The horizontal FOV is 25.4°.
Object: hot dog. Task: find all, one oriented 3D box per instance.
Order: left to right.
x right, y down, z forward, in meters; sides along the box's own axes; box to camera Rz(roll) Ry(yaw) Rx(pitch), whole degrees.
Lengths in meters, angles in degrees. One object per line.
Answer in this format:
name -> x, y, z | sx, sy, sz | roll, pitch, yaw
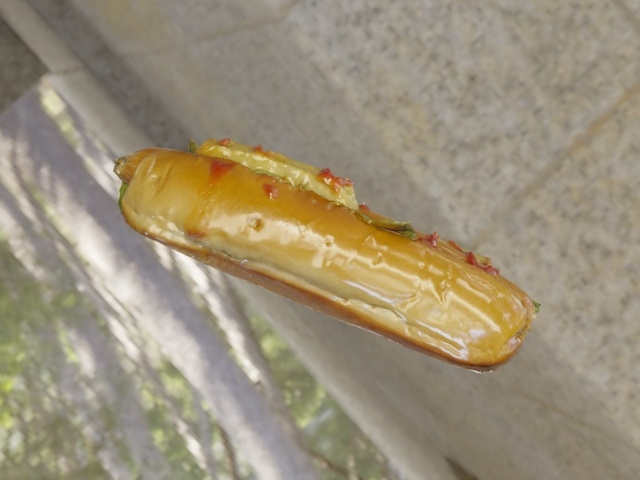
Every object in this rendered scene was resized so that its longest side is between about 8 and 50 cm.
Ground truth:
hot dog -> 0.000, 0.000, 0.783 | 0.104, 0.250, 0.076 | 16, 98, -82
